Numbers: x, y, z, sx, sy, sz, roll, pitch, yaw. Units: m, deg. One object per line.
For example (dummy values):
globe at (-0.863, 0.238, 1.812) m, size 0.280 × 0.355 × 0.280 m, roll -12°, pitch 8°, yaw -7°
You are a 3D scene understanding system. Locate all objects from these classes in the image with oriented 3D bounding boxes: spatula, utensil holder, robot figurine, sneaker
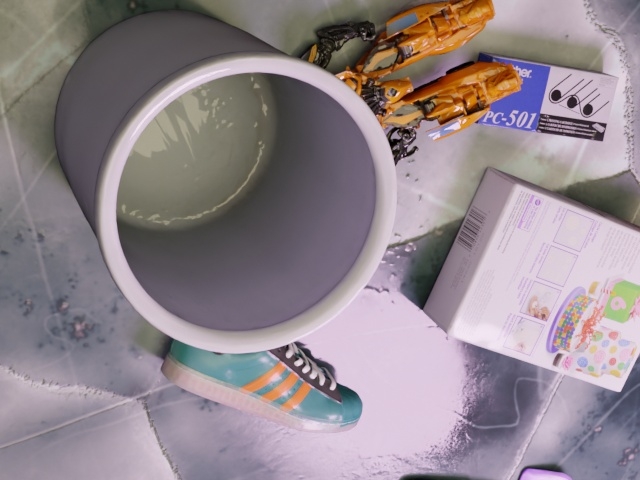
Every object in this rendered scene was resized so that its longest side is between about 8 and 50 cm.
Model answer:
spatula at (0.262, 0.392, 2.051) m, size 0.296 × 0.030 × 0.084 m, roll 7°, pitch 104°, yaw -22°
utensil holder at (-0.134, -0.090, 1.536) m, size 0.328 × 0.385 × 0.327 m, roll -7°, pitch 110°, yaw -19°
robot figurine at (0.108, -0.209, 1.737) m, size 0.291 × 0.085 × 0.211 m, roll -25°, pitch 102°, yaw -6°
sneaker at (-0.061, 0.175, 1.810) m, size 0.302 × 0.108 × 0.121 m, roll 20°, pitch 105°, yaw -24°

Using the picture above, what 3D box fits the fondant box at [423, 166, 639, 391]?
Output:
fondant box at (0.347, 0.061, 1.932) m, size 0.330 × 0.096 × 0.238 m, roll 20°, pitch 100°, yaw -24°

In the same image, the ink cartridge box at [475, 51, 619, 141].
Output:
ink cartridge box at (0.313, -0.201, 1.855) m, size 0.207 × 0.046 × 0.097 m, roll 6°, pitch 104°, yaw -22°
